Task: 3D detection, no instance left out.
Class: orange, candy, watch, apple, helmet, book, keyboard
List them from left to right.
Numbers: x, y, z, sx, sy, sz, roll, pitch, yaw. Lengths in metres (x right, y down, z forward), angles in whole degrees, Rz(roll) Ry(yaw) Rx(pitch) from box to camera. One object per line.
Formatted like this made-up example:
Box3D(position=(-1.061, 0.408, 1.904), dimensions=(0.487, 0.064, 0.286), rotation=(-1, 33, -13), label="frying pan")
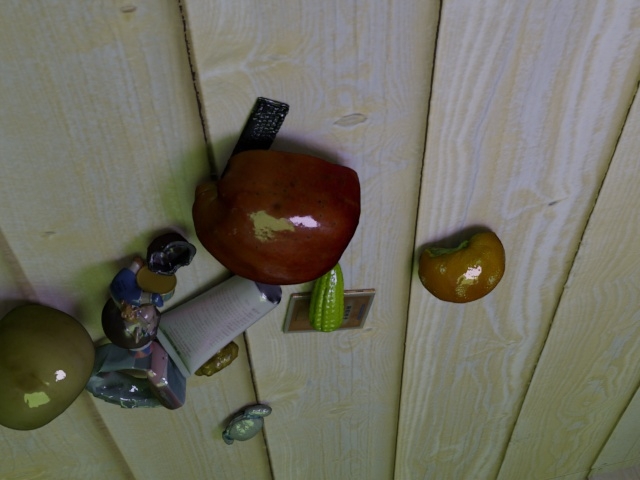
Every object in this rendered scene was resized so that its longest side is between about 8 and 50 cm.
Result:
Box3D(position=(-0.683, 0.294, 1.742), dimensions=(0.292, 0.292, 0.254), rotation=(-36, 107, 22), label="apple")
Box3D(position=(-0.507, 0.368, 1.992), dimensions=(0.241, 0.162, 0.253), rotation=(-11, 139, 4), label="watch")
Box3D(position=(-0.350, 0.022, 1.706), dimensions=(0.123, 0.070, 0.098), rotation=(-39, 142, 13), label="helmet")
Box3D(position=(-0.141, -0.201, 1.561), dimensions=(0.072, 0.023, 0.231), rotation=(11, 132, -26), label="keyboard")
Box3D(position=(-0.096, -0.055, 1.638), dimensions=(0.364, 0.295, 0.329), rotation=(20, 97, -38), label="apple")
Box3D(position=(0.021, 0.142, 1.946), dimensions=(0.096, 0.097, 0.210), rotation=(-3, 121, -16), label="candy")
Box3D(position=(0.023, 0.201, 2.074), dimensions=(0.241, 0.018, 0.170), rotation=(-2, 137, -16), label="book")
Box3D(position=(0.381, 0.077, 1.944), dimensions=(0.237, 0.159, 0.179), rotation=(-16, 142, -1), label="orange")

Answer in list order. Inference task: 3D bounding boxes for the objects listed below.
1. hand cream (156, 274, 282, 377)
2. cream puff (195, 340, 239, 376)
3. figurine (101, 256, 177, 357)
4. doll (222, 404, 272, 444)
Box3D(position=(-0.263, 0.196, 1.889), dimensions=(0.358, 0.118, 0.186), rotation=(-33, 94, 18), label="hand cream")
Box3D(position=(-0.300, 0.294, 2.001), dimensions=(0.146, 0.146, 0.116), rotation=(-32, 99, 17), label="cream puff")
Box3D(position=(-0.445, 0.173, 1.787), dimensions=(0.158, 0.161, 0.276), rotation=(-9, 146, -32), label="figurine")
Box3D(position=(-0.245, 0.600, 2.395), dimensions=(0.214, 0.072, 0.103), rotation=(-42, 135, 22), label="doll")
